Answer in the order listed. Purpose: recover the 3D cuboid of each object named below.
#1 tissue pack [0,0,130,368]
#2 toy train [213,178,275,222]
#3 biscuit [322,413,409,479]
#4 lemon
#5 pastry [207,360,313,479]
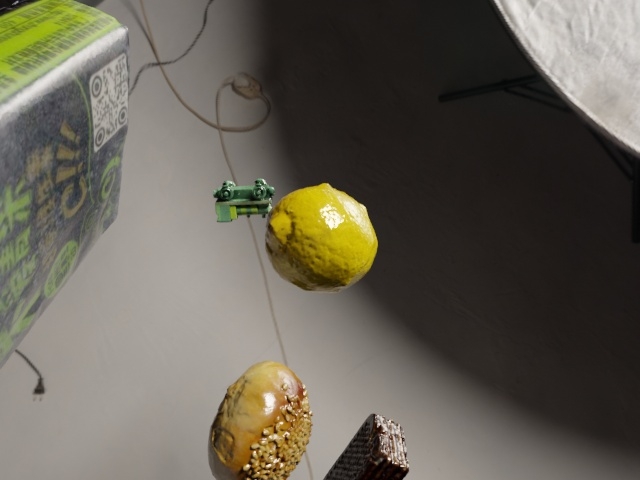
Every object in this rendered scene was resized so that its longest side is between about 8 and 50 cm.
[{"bbox_3d":[-0.311,-0.033,0.461,0.124,0.288,0.394,17,38,-6],"label":"tissue pack"},{"bbox_3d":[-0.248,-0.129,1.628,0.200,0.083,0.132,-1,111,0],"label":"toy train"},{"bbox_3d":[0.028,0.476,0.872,0.073,0.107,0.388,28,108,-7],"label":"biscuit"},{"bbox_3d":[0.000,0.000,1.083,0.233,0.288,0.234,-17,65,40],"label":"lemon"},{"bbox_3d":[-0.162,0.569,1.503,0.244,0.409,0.410,15,82,21],"label":"pastry"}]
